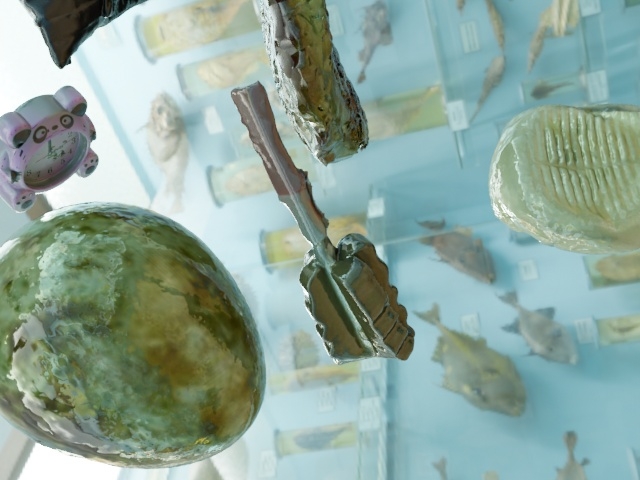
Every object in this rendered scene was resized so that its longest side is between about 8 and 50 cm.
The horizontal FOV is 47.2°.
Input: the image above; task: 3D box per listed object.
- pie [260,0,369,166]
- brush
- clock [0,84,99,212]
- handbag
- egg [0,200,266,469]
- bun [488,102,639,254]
[{"bbox_3d":[-0.016,-0.238,0.899,0.355,0.103,0.288,-105,-2,-59],"label":"pie"},{"bbox_3d":[0.000,0.000,0.615,0.071,0.084,0.301,-80,-29,-49],"label":"brush"},{"bbox_3d":[-0.571,-0.193,1.518,0.227,0.090,0.248,-39,-16,-34],"label":"clock"},{"bbox_3d":[-0.239,-0.301,0.699,0.254,0.088,0.211,-71,-34,-56],"label":"handbag"},{"bbox_3d":[-0.183,0.093,0.691,0.238,0.289,0.238,-57,-8,-13],"label":"egg"},{"bbox_3d":[0.315,-0.073,0.899,0.145,0.229,0.229,94,173,-64],"label":"bun"}]
